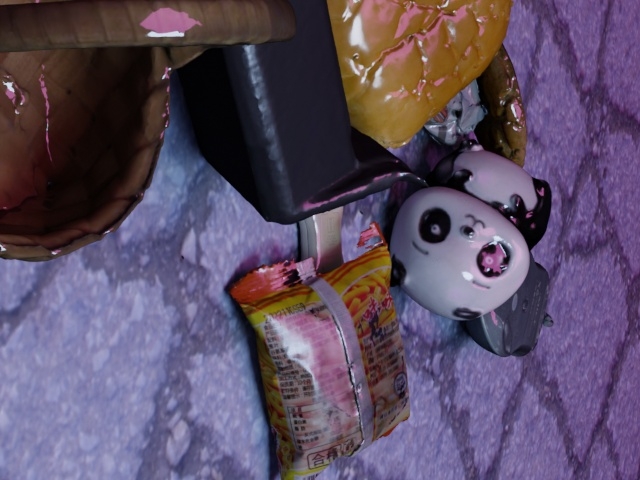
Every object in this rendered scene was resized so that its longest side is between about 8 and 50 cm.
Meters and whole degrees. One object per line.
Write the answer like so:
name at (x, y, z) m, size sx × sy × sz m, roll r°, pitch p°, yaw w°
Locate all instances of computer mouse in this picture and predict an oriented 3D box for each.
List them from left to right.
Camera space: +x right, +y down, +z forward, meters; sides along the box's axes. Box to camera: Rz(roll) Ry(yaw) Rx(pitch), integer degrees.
computer mouse at (0.291, 0.102, 1.755) m, size 0.379 × 0.090 × 0.167 m, roll 27°, pitch 77°, yaw -62°

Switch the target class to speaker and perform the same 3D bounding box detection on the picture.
speaker at (-0.036, -0.194, 1.083) m, size 0.184 × 0.180 × 0.388 m, roll -27°, pitch 130°, yaw -17°

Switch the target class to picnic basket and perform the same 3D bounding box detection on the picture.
picnic basket at (-0.179, -0.152, 0.825) m, size 0.293 × 0.337 × 0.337 m, roll -15°, pitch 104°, yaw -56°

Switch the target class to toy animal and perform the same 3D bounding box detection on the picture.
toy animal at (0.195, -0.003, 1.519) m, size 0.235 × 0.187 × 0.165 m, roll -51°, pitch 167°, yaw -44°

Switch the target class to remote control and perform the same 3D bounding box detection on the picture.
remote control at (0.000, 0.000, 1.353) m, size 0.074 × 0.032 × 0.122 m, roll -8°, pitch 97°, yaw -56°

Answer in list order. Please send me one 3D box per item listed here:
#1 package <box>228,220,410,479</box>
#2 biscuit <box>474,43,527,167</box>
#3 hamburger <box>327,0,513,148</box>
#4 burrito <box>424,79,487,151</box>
package at (0.021, 0.143, 1.305) m, size 0.223 × 0.108 × 0.288 m, roll -26°, pitch 116°, yaw -39°
biscuit at (0.237, -0.200, 1.602) m, size 0.226 × 0.042 × 0.226 m, roll 164°, pitch -90°, yaw -84°
hamburger at (0.093, -0.262, 1.311) m, size 0.319 × 0.158 × 0.318 m, roll -13°, pitch 114°, yaw -32°
burrito at (0.140, -0.285, 1.495) m, size 0.139 × 0.101 × 0.445 m, roll -70°, pitch 146°, yaw -56°
